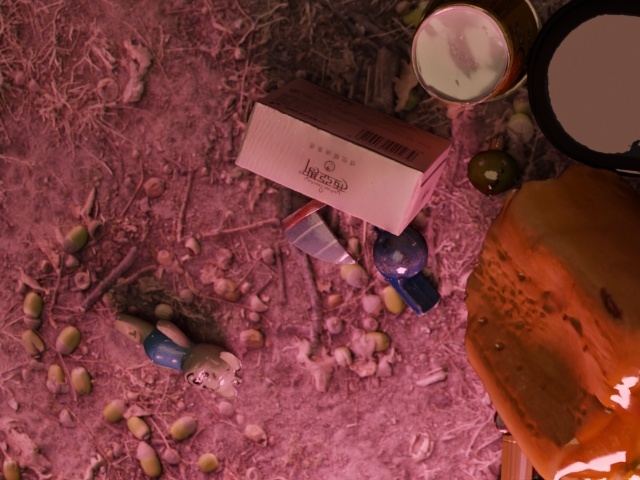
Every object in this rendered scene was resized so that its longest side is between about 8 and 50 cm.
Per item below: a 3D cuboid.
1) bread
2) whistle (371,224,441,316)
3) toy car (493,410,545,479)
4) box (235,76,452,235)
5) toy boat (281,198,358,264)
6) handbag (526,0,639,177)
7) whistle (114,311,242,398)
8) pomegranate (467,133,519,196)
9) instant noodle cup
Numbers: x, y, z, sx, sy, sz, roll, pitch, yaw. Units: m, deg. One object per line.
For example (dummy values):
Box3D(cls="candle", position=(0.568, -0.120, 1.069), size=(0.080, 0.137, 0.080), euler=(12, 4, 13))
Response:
Box3D(cls="bread", position=(0.392, 0.139, 1.713), size=(0.394, 0.250, 0.361), euler=(56, 141, 43))
Box3D(cls="whistle", position=(0.131, 0.032, 1.921), size=(0.090, 0.090, 0.158), euler=(-41, 91, 24))
Box3D(cls="toy car", position=(0.322, 0.326, 1.942), size=(0.124, 0.101, 0.256), euler=(4, 107, 13))
Box3D(cls="box", position=(0.038, -0.125, 1.841), size=(0.260, 0.194, 0.111), euler=(22, 112, 11))
Box3D(cls="toy boat", position=(0.000, 0.001, 1.981), size=(0.096, 0.034, 0.122), euler=(-32, 96, 29))
Box3D(cls="handbag", position=(0.429, -0.205, 1.718), size=(0.308, 0.093, 0.253), euler=(9, 108, 9))
Box3D(cls="whistle", position=(-0.233, 0.182, 2.091), size=(0.236, 0.077, 0.114), euler=(25, 137, 12))
Box3D(cls="pomegranate", position=(0.245, -0.106, 1.854), size=(0.073, 0.073, 0.084), euler=(-27, 60, 23))
Box3D(cls="instant noodle cup", position=(0.205, -0.266, 1.770), size=(0.182, 0.144, 0.182), euler=(6, 109, 17))
